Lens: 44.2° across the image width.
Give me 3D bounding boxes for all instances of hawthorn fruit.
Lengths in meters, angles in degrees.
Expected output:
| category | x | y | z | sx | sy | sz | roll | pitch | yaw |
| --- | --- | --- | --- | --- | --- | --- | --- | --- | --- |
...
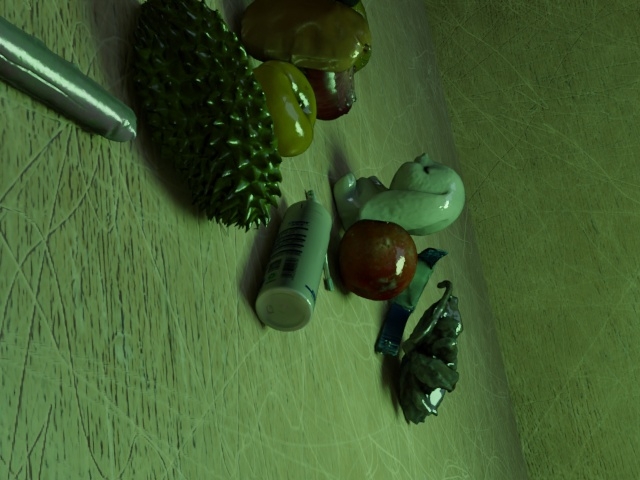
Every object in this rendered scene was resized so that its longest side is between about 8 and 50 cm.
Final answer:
| category | x | y | z | sx | sy | sz | roll | pitch | yaw |
| --- | --- | --- | --- | --- | --- | --- | --- | --- | --- |
| hawthorn fruit | 0.115 | 0.043 | 1.602 | 0.173 | 0.173 | 0.172 | -15 | 90 | -71 |

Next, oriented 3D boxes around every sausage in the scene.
| category | x | y | z | sx | sy | sz | roll | pitch | yaw |
| --- | --- | --- | --- | --- | --- | --- | --- | --- | --- |
| sausage | -0.025 | -0.374 | 1.431 | 0.120 | 0.241 | 0.136 | 84 | 15 | -65 |

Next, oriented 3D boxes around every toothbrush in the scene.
| category | x | y | z | sx | sy | sz | roll | pitch | yaw |
| --- | --- | --- | --- | --- | --- | --- | --- | --- | --- |
| toothbrush | 0.000 | 0.000 | 1.539 | 0.022 | 0.017 | 0.204 | 77 | 2 | -81 |

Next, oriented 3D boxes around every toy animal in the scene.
| category | x | y | z | sx | sy | sz | roll | pitch | yaw |
| --- | --- | --- | --- | --- | --- | --- | --- | --- | --- |
| toy animal | 0.192 | -0.079 | 1.758 | 0.272 | 0.265 | 0.205 | 5 | 73 | -72 |

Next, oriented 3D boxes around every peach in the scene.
| category | x | y | z | sx | sy | sz | roll | pitch | yaw |
| --- | --- | --- | --- | --- | --- | --- | --- | --- | --- |
| peach | -0.069 | -0.234 | 1.393 | 0.179 | 0.103 | 0.179 | 51 | 29 | -43 |

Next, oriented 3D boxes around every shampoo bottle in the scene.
| category | x | y | z | sx | sy | sz | roll | pitch | yaw |
| --- | --- | --- | --- | --- | --- | --- | --- | --- | --- |
| shampoo bottle | -0.035 | 0.021 | 1.313 | 0.303 | 0.092 | 0.092 | -77 | 146 | -55 |

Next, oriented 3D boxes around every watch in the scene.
| category | x | y | z | sx | sy | sz | roll | pitch | yaw |
| --- | --- | --- | --- | --- | --- | --- | --- | --- | --- |
| watch | 0.214 | 0.089 | 1.771 | 0.276 | 0.068 | 0.274 | -66 | 173 | 23 |

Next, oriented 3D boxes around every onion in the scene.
| category | x | y | z | sx | sy | sz | roll | pitch | yaw |
| --- | --- | --- | --- | --- | --- | --- | --- | --- | --- |
| onion | 0.004 | -0.363 | 1.612 | 0.248 | 0.162 | 0.247 | 27 | 59 | -58 |

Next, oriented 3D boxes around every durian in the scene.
| category | x | y | z | sx | sy | sz | roll | pitch | yaw |
| --- | --- | --- | --- | --- | --- | --- | --- | --- | --- |
| durian | -0.146 | -0.173 | 1.068 | 0.169 | 0.158 | 0.355 | -92 | 164 | -80 |

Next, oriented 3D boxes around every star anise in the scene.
| category | x | y | z | sx | sy | sz | roll | pitch | yaw |
| --- | --- | --- | --- | --- | --- | --- | --- | --- | --- |
| star anise | 0.241 | 0.256 | 1.795 | 0.359 | 0.139 | 0.315 | -85 | -162 | -80 |

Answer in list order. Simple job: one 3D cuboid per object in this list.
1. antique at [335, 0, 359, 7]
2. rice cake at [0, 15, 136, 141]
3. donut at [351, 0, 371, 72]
| category | x | y | z | sx | sy | sz | roll | pitch | yaw |
| --- | --- | --- | --- | --- | --- | --- | --- | --- | --- |
| antique | -0.035 | -0.583 | 1.538 | 0.185 | 0.322 | 0.255 | -66 | 167 | 9 |
| rice cake | -0.284 | -0.169 | 0.830 | 0.270 | 0.049 | 0.055 | 37 | 56 | -62 |
| donut | 0.047 | -0.525 | 1.934 | 0.272 | 0.107 | 0.271 | 50 | 31 | -46 |
